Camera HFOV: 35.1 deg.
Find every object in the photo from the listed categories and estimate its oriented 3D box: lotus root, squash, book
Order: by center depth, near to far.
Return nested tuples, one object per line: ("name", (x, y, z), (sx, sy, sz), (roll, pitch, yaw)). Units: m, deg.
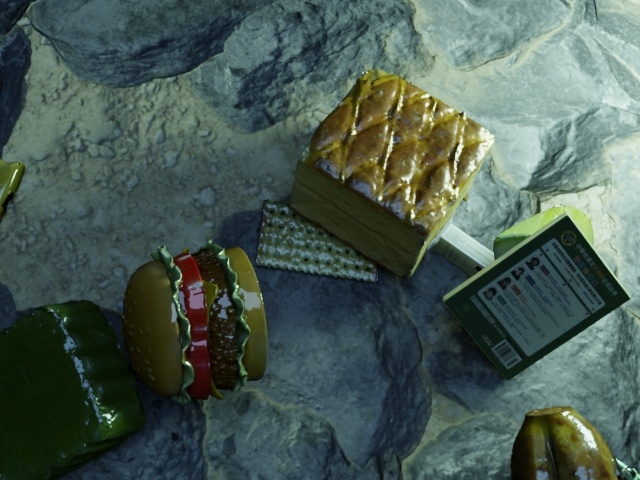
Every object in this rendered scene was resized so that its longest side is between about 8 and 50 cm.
("lotus root", (0.414, 0.418, 1.689), (0.193, 0.193, 0.291), (-4, 70, -6))
("book", (0.379, 0.101, 1.778), (0.264, 0.027, 0.202), (-37, 104, 12))
("squash", (0.421, 0.056, 1.855), (0.203, 0.155, 0.237), (-14, 111, 6))

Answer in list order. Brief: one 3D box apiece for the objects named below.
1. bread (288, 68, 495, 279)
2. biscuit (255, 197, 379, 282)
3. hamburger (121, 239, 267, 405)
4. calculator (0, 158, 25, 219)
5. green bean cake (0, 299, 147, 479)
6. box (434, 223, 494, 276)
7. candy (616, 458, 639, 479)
("bread", (0.127, -0.127, 1.844), (0.279, 0.207, 0.279), (35, 66, 9))
("biscuit", (0.000, 0.000, 1.896), (0.231, 0.016, 0.139), (8, 69, -2))
("hamburger", (-0.221, 0.139, 1.678), (0.212, 0.274, 0.275), (-10, 70, -20))
("calculator", (-0.657, -0.074, 1.860), (0.157, 0.033, 0.237), (25, 71, 4))
("green bean cake", (-0.437, 0.250, 1.653), (0.246, 0.156, 0.250), (-32, 79, 17))
("box", (0.288, 0.037, 1.870), (0.154, 0.084, 0.040), (36, 71, 9))
("candy", (0.547, 0.406, 1.770), (0.287, 0.078, 0.084), (37, 74, 18))
